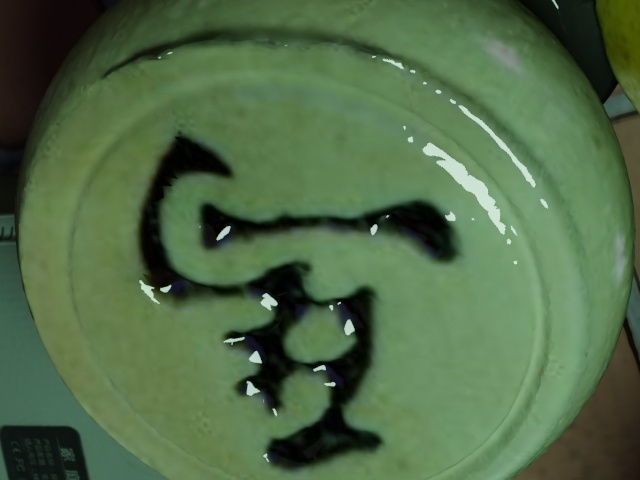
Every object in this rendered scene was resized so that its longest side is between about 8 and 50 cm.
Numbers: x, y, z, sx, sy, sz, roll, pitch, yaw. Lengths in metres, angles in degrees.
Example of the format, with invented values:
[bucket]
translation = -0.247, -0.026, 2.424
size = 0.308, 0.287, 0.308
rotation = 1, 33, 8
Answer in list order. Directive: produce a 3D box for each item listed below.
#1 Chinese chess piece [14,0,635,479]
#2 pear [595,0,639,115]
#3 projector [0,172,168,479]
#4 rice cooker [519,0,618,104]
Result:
[Chinese chess piece]
translation = 0.000, 0.000, 0.714
size = 0.250, 0.101, 0.250
rotation = 7, 122, 11
[pear]
translation = 0.236, -0.111, 0.632
size = 0.267, 0.178, 0.267
rotation = -2, 108, -7
[projector]
translation = -0.120, 0.090, 0.905
size = 0.198, 0.108, 0.250
rotation = -2, 109, 19
[rice cooker]
translation = 0.051, -0.126, 0.753
size = 0.142, 0.118, 0.203
rotation = -32, 108, 31
